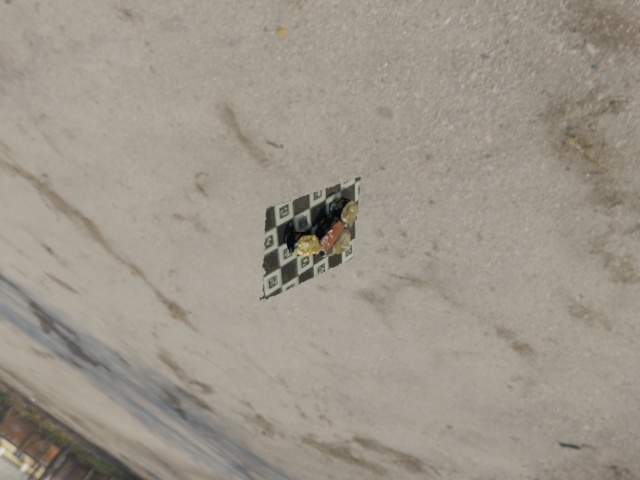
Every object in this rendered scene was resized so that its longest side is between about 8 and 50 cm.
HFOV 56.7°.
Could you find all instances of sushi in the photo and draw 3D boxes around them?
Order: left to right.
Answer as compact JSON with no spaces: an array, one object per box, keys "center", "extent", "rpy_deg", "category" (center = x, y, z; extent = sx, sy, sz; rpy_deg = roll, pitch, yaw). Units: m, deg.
[{"center":[0.000,0.000,0.818],"extent":[0.031,0.201,0.139],"rpy_deg":[24,123,35],"category":"sushi"}]
